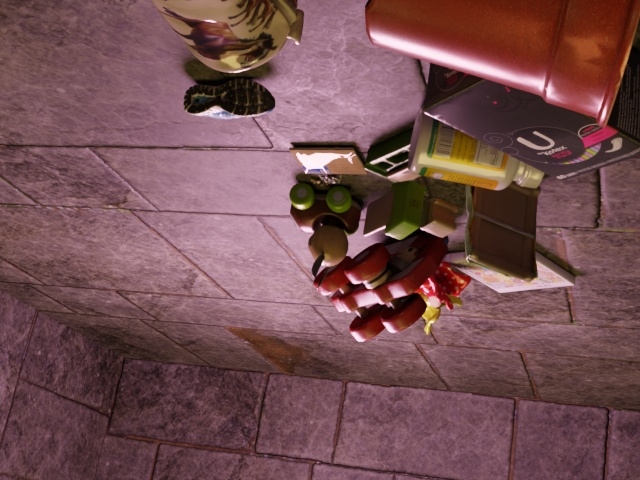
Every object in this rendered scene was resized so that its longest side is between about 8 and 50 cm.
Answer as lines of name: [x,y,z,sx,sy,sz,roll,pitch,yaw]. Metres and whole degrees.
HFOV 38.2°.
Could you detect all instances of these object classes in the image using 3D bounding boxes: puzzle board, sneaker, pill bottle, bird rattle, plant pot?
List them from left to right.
sneaker: [-0.145,-0.233,1.544,0.162,0.064,0.073,6,178,24]
puzzle board: [0.016,-0.151,1.734,0.128,0.011,0.096,3,158,21]
bird rattle: [0.236,0.112,2.178,0.206,0.143,0.253,30,170,18]
pill bottle: [0.253,-0.145,1.482,0.208,0.118,0.117,10,160,-2]
plant pot: [0.198,-0.278,0.967,0.264,0.273,0.272,14,162,13]

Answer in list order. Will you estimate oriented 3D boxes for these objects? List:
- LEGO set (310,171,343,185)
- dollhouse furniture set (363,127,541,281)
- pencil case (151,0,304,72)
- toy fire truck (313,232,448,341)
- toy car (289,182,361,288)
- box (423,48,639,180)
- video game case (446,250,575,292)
LEGO set: [0.015,-0.117,1.812,0.054,0.024,0.083,16,159,-17]
dollhouse furniture set: [0.233,-0.045,1.647,0.301,0.198,0.151,21,156,-26]
pencil case: [-0.153,-0.355,1.039,0.183,0.160,0.410,17,165,26]
toy fire truck: [0.151,0.065,1.972,0.169,0.254,0.302,52,147,-10]
toy car: [0.000,0.000,1.896,0.148,0.189,0.155,5,160,12]
box: [0.298,-0.207,1.251,0.270,0.144,0.165,21,157,-27]
video game case: [0.435,0.067,2.113,0.206,0.026,0.227,-10,152,43]
